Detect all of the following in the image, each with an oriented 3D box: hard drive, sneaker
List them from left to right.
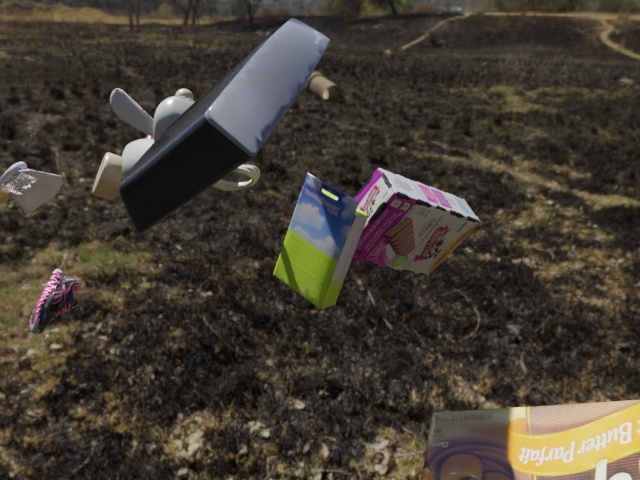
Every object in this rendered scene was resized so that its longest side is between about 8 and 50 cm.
[{"bbox_3d":[-0.412,0.099,0.798,0.057,0.047,0.119,31,35,-26],"label":"sneaker"},{"bbox_3d":[-0.088,-0.127,0.499,0.172,0.054,0.255,-26,27,34],"label":"hard drive"}]

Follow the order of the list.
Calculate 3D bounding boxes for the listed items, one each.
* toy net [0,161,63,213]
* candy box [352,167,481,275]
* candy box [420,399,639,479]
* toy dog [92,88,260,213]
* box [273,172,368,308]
[{"bbox_3d":[-0.454,-0.069,0.649,0.045,0.122,0.232,39,41,23],"label":"toy net"},{"bbox_3d":[0.154,-0.024,0.921,0.233,0.159,0.071,11,40,-37],"label":"candy box"},{"bbox_3d":[0.243,0.263,0.496,0.316,0.087,0.183,-23,36,44],"label":"candy box"},{"bbox_3d":[-0.266,-0.168,0.868,0.333,0.161,0.220,-13,-26,36],"label":"toy dog"},{"bbox_3d":[0.000,0.000,0.774,0.109,0.178,0.042,32,23,31],"label":"box"}]
